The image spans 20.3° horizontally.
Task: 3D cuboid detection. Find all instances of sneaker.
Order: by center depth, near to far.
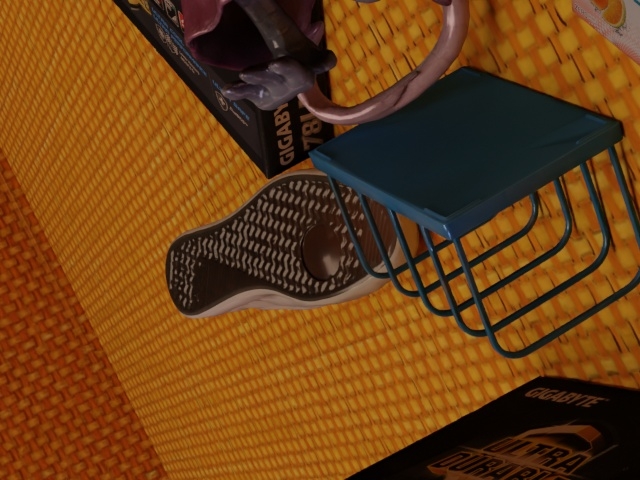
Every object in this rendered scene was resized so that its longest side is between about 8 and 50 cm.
[{"bbox_3d":[0.000,0.000,1.427,0.290,0.123,0.106,-11,85,52],"label":"sneaker"}]

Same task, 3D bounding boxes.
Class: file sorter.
[{"bbox_3d":[0.095,-0.018,1.055,0.170,0.118,0.104,31,148,60],"label":"file sorter"}]

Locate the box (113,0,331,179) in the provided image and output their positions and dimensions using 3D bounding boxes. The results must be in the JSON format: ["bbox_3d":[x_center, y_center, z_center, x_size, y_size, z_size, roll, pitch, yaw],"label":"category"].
[{"bbox_3d":[-0.100,-0.242,1.371,0.295,0.073,0.293,50,159,35],"label":"box"}]

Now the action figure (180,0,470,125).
[{"bbox_3d":[-0.025,-0.282,1.001,0.276,0.248,0.370,17,-129,-56],"label":"action figure"}]

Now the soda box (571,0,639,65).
[{"bbox_3d":[0.185,-0.091,0.781,0.183,0.058,0.063,48,158,39],"label":"soda box"}]

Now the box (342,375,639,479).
[{"bbox_3d":[0.109,0.175,1.057,0.079,0.257,0.322,65,164,-8],"label":"box"}]
